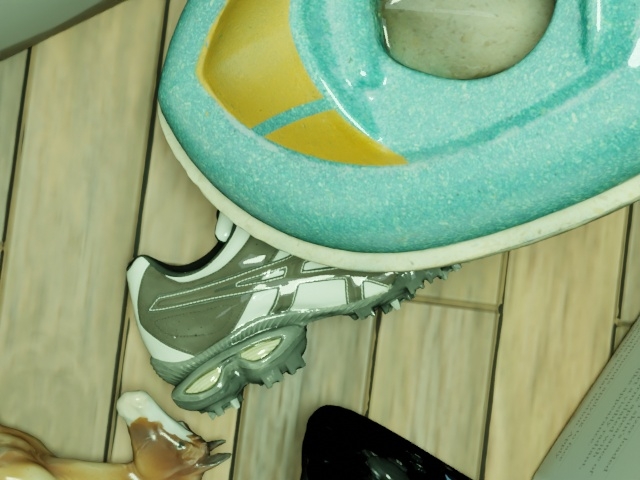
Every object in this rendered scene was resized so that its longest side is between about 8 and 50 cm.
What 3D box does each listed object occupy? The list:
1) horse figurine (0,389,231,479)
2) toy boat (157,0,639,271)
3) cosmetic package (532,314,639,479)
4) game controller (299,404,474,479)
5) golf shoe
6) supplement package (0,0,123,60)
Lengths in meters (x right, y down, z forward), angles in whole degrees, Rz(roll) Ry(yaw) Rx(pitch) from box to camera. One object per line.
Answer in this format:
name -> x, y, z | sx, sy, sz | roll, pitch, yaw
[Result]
horse figurine -> -0.186, 0.149, 0.681 | 0.174, 0.066, 0.263 | 41, 75, -22
toy boat -> 0.026, -0.147, 0.626 | 0.267, 0.148, 0.318 | -17, 77, 24
cosmetic package -> 0.219, 0.102, 0.686 | 0.151, 0.183, 0.151 | 36, 84, -5
game controller -> 0.127, 0.177, 0.680 | 0.319, 0.166, 0.067 | 32, 106, -5
golf shoe -> 0.000, 0.000, 0.715 | 0.198, 0.077, 0.094 | -31, 92, -9
supplement package -> -0.214, -0.200, 0.630 | 0.198, 0.199, 0.263 | -27, 92, -9
